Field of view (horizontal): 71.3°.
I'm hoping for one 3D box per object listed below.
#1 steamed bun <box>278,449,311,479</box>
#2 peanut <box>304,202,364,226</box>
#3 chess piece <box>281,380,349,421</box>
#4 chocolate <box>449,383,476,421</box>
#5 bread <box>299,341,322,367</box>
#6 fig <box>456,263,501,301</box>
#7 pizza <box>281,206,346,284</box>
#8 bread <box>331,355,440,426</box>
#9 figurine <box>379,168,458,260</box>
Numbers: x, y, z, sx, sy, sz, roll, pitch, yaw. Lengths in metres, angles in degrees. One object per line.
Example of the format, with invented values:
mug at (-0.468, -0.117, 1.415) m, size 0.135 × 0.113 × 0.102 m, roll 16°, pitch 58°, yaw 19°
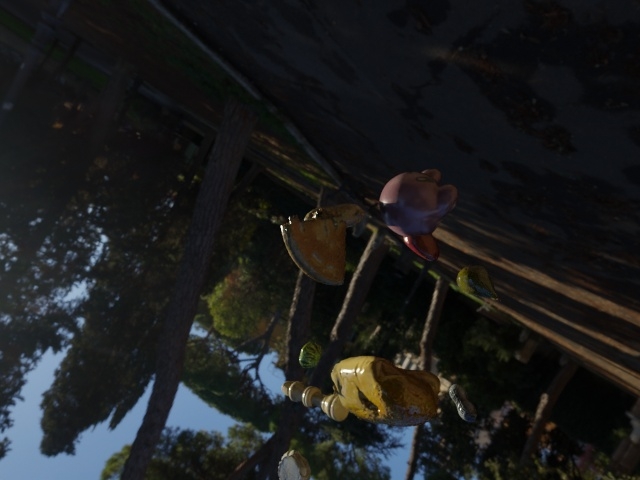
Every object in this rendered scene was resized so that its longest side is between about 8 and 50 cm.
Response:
steamed bun at (-0.123, 1.131, 2.190) m, size 0.106 × 0.182 × 0.183 m, roll 23°, pitch -175°, yaw -45°
peanut at (0.046, -0.081, 1.545) m, size 0.214 × 0.099 × 0.099 m, roll -14°, pitch -178°, yaw 1°
chess piece at (-0.041, 0.752, 2.137) m, size 0.397 × 0.117 × 0.117 m, roll 1°, pitch 161°, yaw 45°
chocolate at (0.602, 0.688, 1.887) m, size 0.072 × 0.072 × 0.167 m, roll 26°, pitch -151°, yaw -43°
bread at (-0.048, 0.575, 2.223) m, size 0.071 × 0.139 × 0.130 m, roll 29°, pitch -174°, yaw 35°
fig at (0.635, 0.160, 1.753) m, size 0.185 × 0.126 × 0.133 m, roll 12°, pitch 175°, yaw 42°
pizza at (0.000, 0.000, 1.385) m, size 0.289 × 0.228 × 0.081 m, roll 44°, pitch 160°, yaw -27°
bread at (0.270, 0.618, 1.797) m, size 0.361 × 0.250 × 0.394 m, roll 21°, pitch 160°, yaw -21°
figurine at (0.298, -0.103, 1.479) m, size 0.211 × 0.261 × 0.269 m, roll 6°, pitch -147°, yaw -17°
